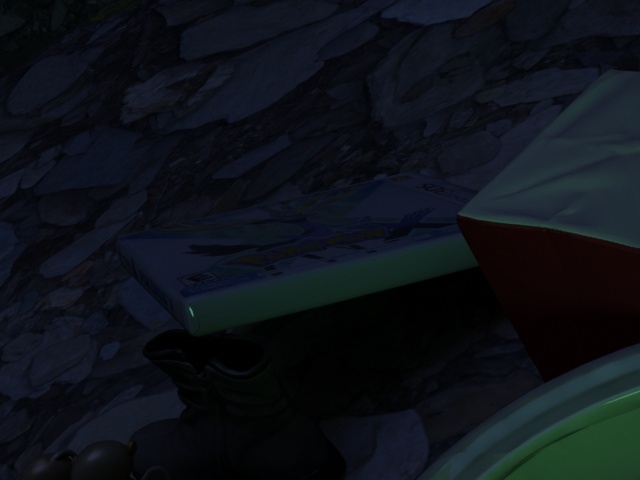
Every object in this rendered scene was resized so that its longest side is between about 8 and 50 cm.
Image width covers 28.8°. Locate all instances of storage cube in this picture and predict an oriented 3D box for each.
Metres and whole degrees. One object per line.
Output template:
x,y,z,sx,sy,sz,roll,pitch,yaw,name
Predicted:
0.248,0.009,0.870,0.215,0.193,0.183,-43,29,-21,storage cube

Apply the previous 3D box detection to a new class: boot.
-0.101,0.136,1.047,0.246,0.161,0.083,-5,36,42,boot

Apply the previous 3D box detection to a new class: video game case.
0.000,0.000,1.142,0.329,0.036,0.300,-14,14,-17,video game case

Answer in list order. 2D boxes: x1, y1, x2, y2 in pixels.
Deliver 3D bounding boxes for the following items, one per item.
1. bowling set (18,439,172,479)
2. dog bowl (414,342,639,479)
-0.253,0.252,1.014,0.287,0.154,0.200,-35,27,-9,bowling set
0.199,0.225,0.598,0.408,0.150,0.408,-25,26,13,dog bowl
